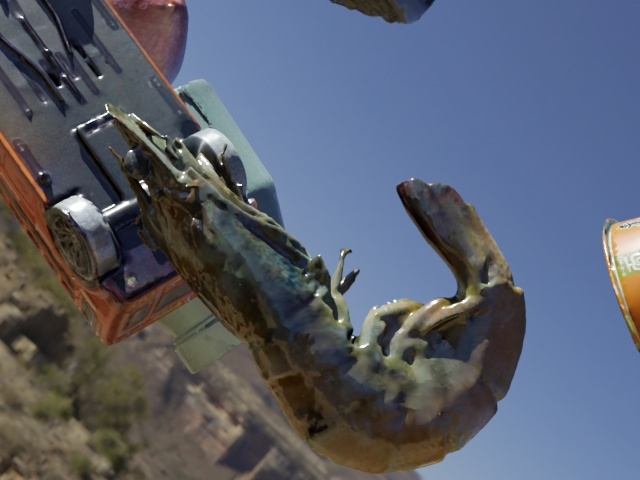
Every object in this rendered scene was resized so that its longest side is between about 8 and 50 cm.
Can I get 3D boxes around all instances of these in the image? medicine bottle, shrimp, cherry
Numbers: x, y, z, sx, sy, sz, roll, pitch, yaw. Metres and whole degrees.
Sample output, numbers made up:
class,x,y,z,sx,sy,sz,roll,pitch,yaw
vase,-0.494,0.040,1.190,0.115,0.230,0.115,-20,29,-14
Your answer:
class,x,y,z,sx,sy,sz,roll,pitch,yaw
medicine bottle,-0.155,-0.011,1.445,0.290,0.245,0.245,54,-9,1
shrimp,0.000,0.000,0.719,0.296,0.169,0.058,50,-10,6
cherry,-0.288,-0.298,1.667,0.206,0.239,0.239,9,-6,-6

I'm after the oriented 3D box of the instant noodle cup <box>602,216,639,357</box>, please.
class,x,y,z,sx,sy,sz,roll,pitch,yaw
instant noodle cup,0.415,0.050,1.202,0.230,0.182,0.230,47,29,-37

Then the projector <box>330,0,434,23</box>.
class,x,y,z,sx,sy,sz,roll,pitch,yaw
projector,-0.013,-0.452,1.119,0.395,0.405,0.242,23,-2,23

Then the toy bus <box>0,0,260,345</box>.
class,x,y,z,sx,sy,sz,roll,pitch,yaw
toy bus,-0.195,-0.093,0.897,0.329,0.143,0.153,53,-30,10
